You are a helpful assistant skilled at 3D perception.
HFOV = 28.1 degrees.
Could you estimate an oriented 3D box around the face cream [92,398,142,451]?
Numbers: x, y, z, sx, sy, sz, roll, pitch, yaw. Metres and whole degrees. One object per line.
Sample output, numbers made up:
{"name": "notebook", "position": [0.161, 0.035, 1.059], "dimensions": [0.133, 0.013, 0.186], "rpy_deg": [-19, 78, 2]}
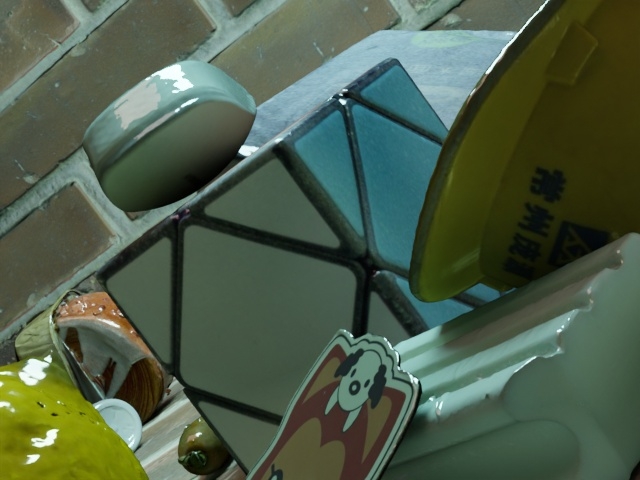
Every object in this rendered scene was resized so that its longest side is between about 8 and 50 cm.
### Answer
{"name": "face cream", "position": [-0.322, 0.274, 1.702], "dimensions": [0.082, 0.082, 0.269], "rpy_deg": [-40, 4, -35]}

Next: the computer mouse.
{"name": "computer mouse", "position": [-0.107, -0.073, 0.986], "dimensions": [0.128, 0.079, 0.231], "rpy_deg": [-35, -2, 8]}

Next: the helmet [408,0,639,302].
{"name": "helmet", "position": [0.171, -0.040, 0.674], "dimensions": [0.257, 0.140, 0.205], "rpy_deg": [-42, -28, -45]}

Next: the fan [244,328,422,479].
{"name": "fan", "position": [-0.022, 0.142, 0.601], "dimensions": [0.220, 0.009, 0.132], "rpy_deg": [-61, 20, -2]}

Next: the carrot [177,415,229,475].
{"name": "carrot", "position": [-0.087, 0.170, 1.212], "dimensions": [0.049, 0.049, 0.254], "rpy_deg": [-36, 0, 11]}

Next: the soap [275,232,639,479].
{"name": "soap", "position": [0.077, 0.081, 0.611], "dimensions": [0.198, 0.066, 0.119], "rpy_deg": [-32, 11, 50]}

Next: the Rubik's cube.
{"name": "Rubik's cube", "position": [0.004, 0.022, 0.942], "dimensions": [0.207, 0.205, 0.205], "rpy_deg": [-32, 6, 33]}

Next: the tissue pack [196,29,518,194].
{"name": "tissue pack", "position": [0.101, -0.093, 1.216], "dimensions": [0.288, 0.124, 0.394], "rpy_deg": [7, 28, 27]}

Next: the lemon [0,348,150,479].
{"name": "lemon", "position": [-0.201, 0.189, 0.661], "dimensions": [0.228, 0.228, 0.253], "rpy_deg": [-32, 7, 47]}

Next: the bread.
{"name": "bread", "position": [-0.314, 0.180, 1.817], "dimensions": [0.212, 0.224, 0.142], "rpy_deg": [-13, 21, 22]}
